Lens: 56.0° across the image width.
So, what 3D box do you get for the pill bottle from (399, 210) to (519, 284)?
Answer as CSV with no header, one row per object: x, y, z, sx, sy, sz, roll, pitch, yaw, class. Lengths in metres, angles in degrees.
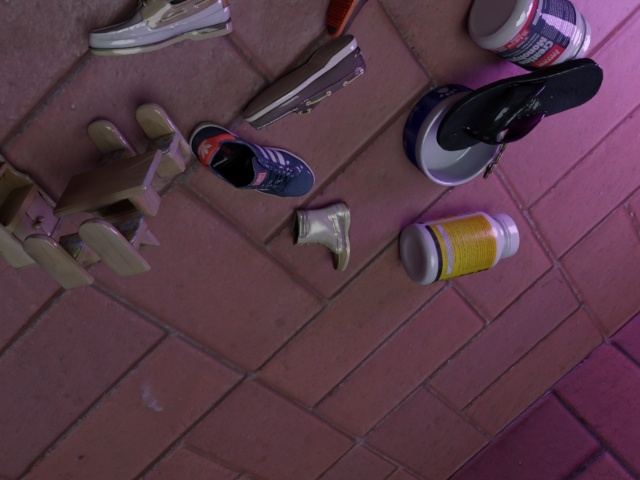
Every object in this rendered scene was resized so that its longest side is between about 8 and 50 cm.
0.427,0.014,1.839,0.333,0.188,0.188,-11,125,-19,pill bottle

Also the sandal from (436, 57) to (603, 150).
0.511,-0.334,1.526,0.445,0.107,0.167,-22,138,4,sandal

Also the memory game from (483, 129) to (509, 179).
0.516,-0.259,1.731,0.012,0.186,0.186,28,111,7,memory game

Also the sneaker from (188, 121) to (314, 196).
-0.149,-0.165,1.465,0.350,0.148,0.131,17,112,-34,sneaker

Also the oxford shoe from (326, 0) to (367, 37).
0.107,-0.575,1.359,0.098,0.097,0.271,16,112,-39,oxford shoe

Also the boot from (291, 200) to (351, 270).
0.000,0.000,1.693,0.165,0.077,0.213,-11,120,-20,boot

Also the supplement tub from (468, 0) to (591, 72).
0.530,-0.541,1.523,0.272,0.191,0.191,12,115,-31,supplement tub

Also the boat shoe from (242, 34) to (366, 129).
-0.033,-0.355,1.422,0.324,0.116,0.097,-38,126,-6,boat shoe

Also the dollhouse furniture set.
-0.516,-0.116,1.200,0.394,0.362,0.256,-13,134,20,dollhouse furniture set

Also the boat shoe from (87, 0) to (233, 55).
-0.329,-0.452,1.222,0.302,0.113,0.103,-23,127,-24,boat shoe

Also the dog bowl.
0.366,-0.291,1.663,0.264,0.104,0.265,-13,125,-19,dog bowl
